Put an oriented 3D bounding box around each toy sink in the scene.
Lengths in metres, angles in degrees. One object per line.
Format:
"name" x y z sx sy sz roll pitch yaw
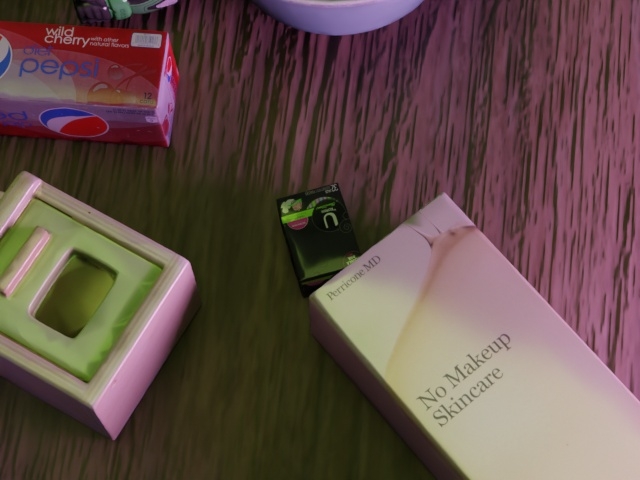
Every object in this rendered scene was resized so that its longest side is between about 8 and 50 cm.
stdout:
"toy sink" -0.246 0.043 1.234 0.234 0.131 0.153 29 72 12

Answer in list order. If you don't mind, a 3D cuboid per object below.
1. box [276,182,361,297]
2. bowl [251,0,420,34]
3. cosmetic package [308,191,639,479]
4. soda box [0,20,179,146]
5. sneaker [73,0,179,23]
"box" 0.000 0.000 1.286 0.062 0.052 0.083 -16 70 -3
"bowl" 0.015 -0.321 1.350 0.311 0.163 0.311 0 69 1
"cosmetic package" 0.146 0.130 1.202 0.160 0.113 0.309 -39 74 -12
"soda box" -0.271 -0.151 1.329 0.263 0.092 0.083 5 71 3
"sneaker" -0.192 -0.381 1.410 0.146 0.134 0.343 -6 78 -8
